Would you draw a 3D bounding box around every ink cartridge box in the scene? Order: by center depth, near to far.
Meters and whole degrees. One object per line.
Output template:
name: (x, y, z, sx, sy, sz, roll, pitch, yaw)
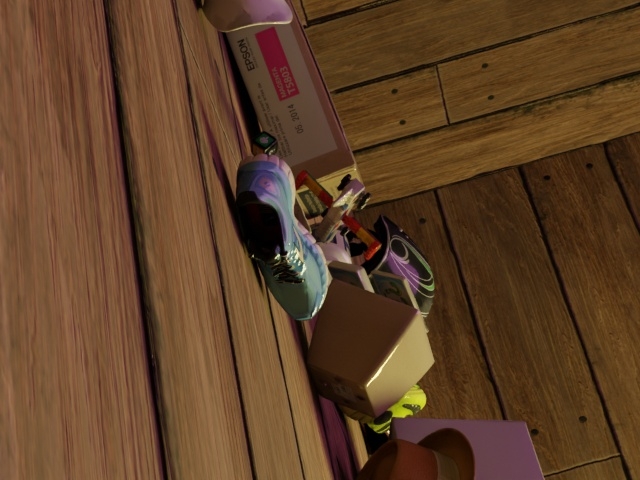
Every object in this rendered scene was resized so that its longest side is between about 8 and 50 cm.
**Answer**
ink cartridge box: (-0.030, -0.157, 1.762, 0.193, 0.088, 0.235, 54, 15, -79)

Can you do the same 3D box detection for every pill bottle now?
pill bottle: (0.003, 0.027, 1.789, 0.120, 0.067, 0.067, -95, 169, -72)

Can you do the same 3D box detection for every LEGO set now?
LEGO set: (0.000, 0.000, 1.606, 0.182, 0.060, 0.244, 12, -45, 46)

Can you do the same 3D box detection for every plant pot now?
plant pot: (0.044, 0.122, 1.612, 0.096, 0.109, 0.109, -56, 150, -25)

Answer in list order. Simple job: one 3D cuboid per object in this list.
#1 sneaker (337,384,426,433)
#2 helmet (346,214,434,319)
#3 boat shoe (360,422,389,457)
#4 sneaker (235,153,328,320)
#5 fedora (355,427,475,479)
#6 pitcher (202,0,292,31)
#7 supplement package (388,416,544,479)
sneaker: (0.052, 0.161, 1.908, 0.123, 0.109, 0.295, 52, -4, 22)
helmet: (0.077, 0.062, 2.069, 0.161, 0.169, 0.169, 51, 18, -38)
boat shoe: (0.093, 0.285, 2.175, 0.073, 0.073, 0.207, -51, 133, -37)
sneaker: (-0.043, 0.008, 1.331, 0.073, 0.063, 0.162, -69, 143, -54)
fedora: (0.086, 0.277, 1.632, 0.079, 0.194, 0.194, 31, 21, -19)
pitcher: (-0.094, -0.322, 1.519, 0.178, 0.125, 0.207, -151, -127, -65)
supplement package: (0.173, 0.358, 1.774, 0.293, 0.175, 0.178, -99, -167, -62)
